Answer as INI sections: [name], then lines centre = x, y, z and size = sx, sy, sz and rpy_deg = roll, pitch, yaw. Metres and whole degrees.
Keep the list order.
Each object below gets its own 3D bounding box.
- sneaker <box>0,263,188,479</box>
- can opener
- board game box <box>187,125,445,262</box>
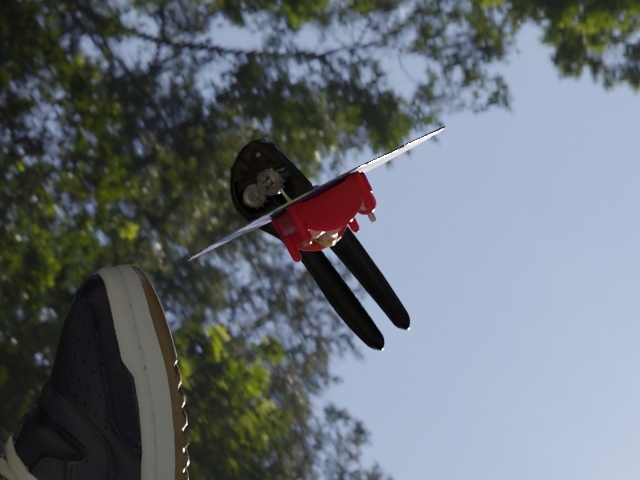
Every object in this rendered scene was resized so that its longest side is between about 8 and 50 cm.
[sneaker]
centre = -0.148, 0.150, 0.684
size = 0.153, 0.282, 0.099
rpy_deg = 0, -165, -19
[can opener]
centre = 0.000, 0.000, 1.096
size = 0.186, 0.073, 0.059
rpy_deg = 47, -76, 13
[board game box]
centre = 0.006, -0.015, 0.857
size = 0.133, 0.168, 0.033
rpy_deg = -27, -89, 36
